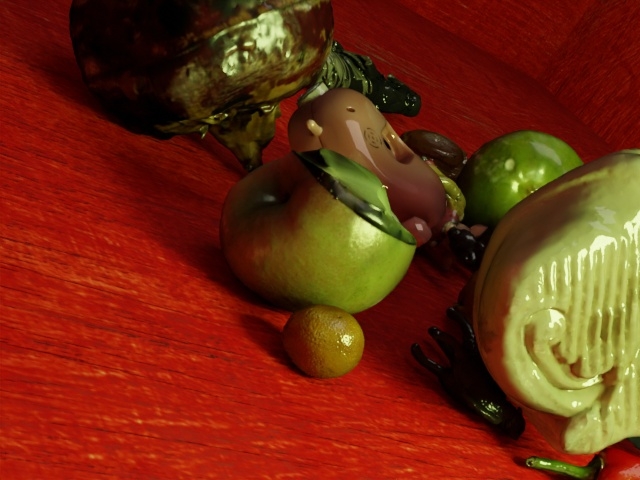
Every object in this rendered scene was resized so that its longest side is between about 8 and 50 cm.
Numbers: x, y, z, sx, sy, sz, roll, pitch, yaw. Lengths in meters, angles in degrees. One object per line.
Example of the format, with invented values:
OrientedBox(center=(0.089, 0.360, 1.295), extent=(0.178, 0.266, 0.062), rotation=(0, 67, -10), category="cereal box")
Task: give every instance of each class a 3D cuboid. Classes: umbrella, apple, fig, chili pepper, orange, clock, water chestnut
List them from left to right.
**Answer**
OrientedBox(center=(-0.138, -0.235, 1.469), extent=(0.335, 0.347, 0.335), rotation=(-10, 20, 4), category="water chestnut")
OrientedBox(center=(0.000, 0.000, 1.266), extent=(0.207, 0.174, 0.188), rotation=(-4, -31, 35), category="apple")
OrientedBox(center=(0.002, 0.100, 1.176), extent=(0.085, 0.085, 0.085), rotation=(31, 19, -12), category="orange")
OrientedBox(center=(0.058, -0.104, 1.553), extent=(0.241, 0.142, 0.227), rotation=(57, 16, -9), category="clock")
OrientedBox(center=(0.089, -0.314, 2.293), extent=(0.357, 0.106, 0.113), rotation=(12, 26, -50), category="umbrella")
OrientedBox(center=(0.334, -0.042, 1.854), extent=(0.233, 0.233, 0.314), rotation=(45, 9, 27), category="fig")
OrientedBox(center=(0.395, 0.335, 1.270), extent=(0.368, 0.092, 0.137), rotation=(41, 31, 24), category="chili pepper")

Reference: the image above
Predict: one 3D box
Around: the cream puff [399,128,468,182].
OrientedBox(center=(0.183, -0.127, 2.000), extent=(0.126, 0.103, 0.144), rotation=(22, 18, 1), category="cream puff")

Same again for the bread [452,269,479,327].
OrientedBox(center=(0.296, 0.056, 1.559), extent=(0.139, 0.240, 0.240), rotation=(50, 21, 8), category="bread")

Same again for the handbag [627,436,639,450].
OrientedBox(center=(0.583, 0.244, 1.451), extent=(0.303, 0.329, 0.122), rotation=(44, 21, 9), category="handbag")

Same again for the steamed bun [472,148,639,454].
OrientedBox(center=(0.305, 0.062, 1.331), extent=(0.310, 0.324, 0.219), rotation=(55, -12, -27), category="steamed bun")

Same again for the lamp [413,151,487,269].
OrientedBox(center=(0.168, -0.037, 1.730), extent=(0.118, 0.118, 0.253), rotation=(11, 25, -50), category="lamp")

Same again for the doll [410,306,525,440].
OrientedBox(center=(0.181, 0.161, 1.374), extent=(0.165, 0.057, 0.139), rotation=(47, 18, 8), category="doll")
